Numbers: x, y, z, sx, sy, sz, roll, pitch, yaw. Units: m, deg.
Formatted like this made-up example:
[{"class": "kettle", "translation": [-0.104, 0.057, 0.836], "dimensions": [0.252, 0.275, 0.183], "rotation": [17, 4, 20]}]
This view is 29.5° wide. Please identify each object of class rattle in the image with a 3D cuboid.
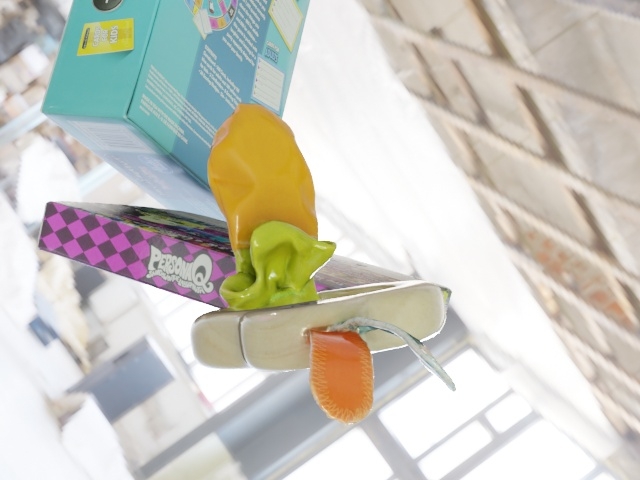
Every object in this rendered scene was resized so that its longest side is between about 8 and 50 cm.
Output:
[{"class": "rattle", "translation": [0.000, 0.000, 0.559], "dimensions": [0.199, 0.130, 0.142], "rotation": [81, 17, -88]}]

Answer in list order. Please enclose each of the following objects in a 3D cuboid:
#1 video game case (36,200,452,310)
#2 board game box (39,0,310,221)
[{"class": "video game case", "translation": [-0.048, 0.021, 0.878], "dimensions": [0.232, 0.041, 0.210], "rotation": [16, 5, 25]}, {"class": "board game box", "translation": [-0.097, -0.207, 1.028], "dimensions": [0.079, 0.336, 0.254], "rotation": [6, -16, 22]}]
